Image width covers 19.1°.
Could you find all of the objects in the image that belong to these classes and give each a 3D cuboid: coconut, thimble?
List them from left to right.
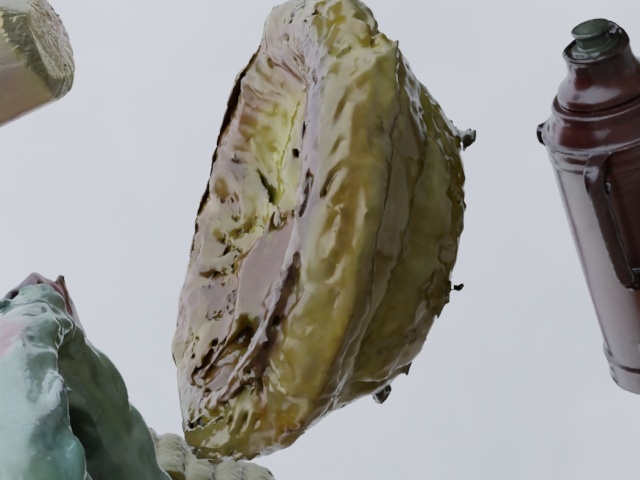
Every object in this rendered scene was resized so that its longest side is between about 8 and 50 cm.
[{"bbox_3d":[-0.281,-0.154,1.617,0.116,0.122,0.116,-19,-90,-77],"label":"coconut"},{"bbox_3d":[-0.171,0.138,1.046,0.149,0.211,0.185,-27,-27,8],"label":"thimble"}]

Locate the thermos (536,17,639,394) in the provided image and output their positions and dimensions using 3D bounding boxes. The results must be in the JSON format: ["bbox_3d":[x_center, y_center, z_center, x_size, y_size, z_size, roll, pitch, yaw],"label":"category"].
[{"bbox_3d":[0.188,-0.023,1.131,0.124,0.098,0.232,-58,-45,-49],"label":"thermos"}]

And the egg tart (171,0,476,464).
[{"bbox_3d":[0.000,0.000,1.087,0.290,0.115,0.290,-164,90,-73],"label":"egg tart"}]

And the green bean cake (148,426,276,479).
[{"bbox_3d":[-0.182,0.355,2.268,0.124,0.233,0.236,-100,29,-66],"label":"green bean cake"}]

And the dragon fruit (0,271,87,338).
[{"bbox_3d":[-0.304,0.236,2.054,0.286,0.228,0.329,-37,-37,-1],"label":"dragon fruit"}]
